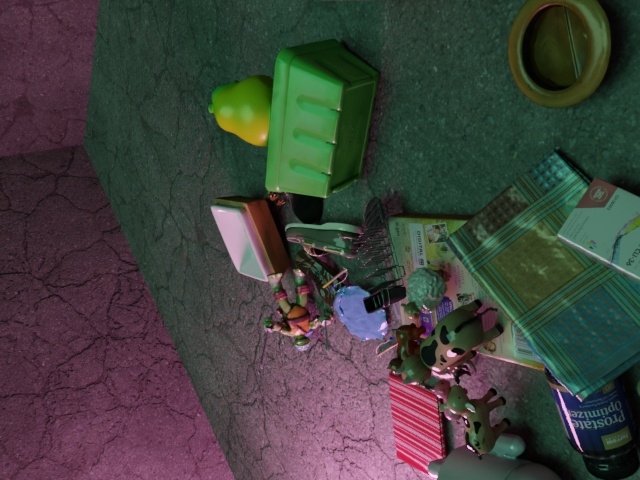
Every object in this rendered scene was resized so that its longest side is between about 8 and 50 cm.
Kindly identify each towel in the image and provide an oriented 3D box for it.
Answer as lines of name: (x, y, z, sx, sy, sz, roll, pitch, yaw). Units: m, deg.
towel: (0.430, 0.053, 0.965, 0.271, 0.040, 0.370, -42, 65, 14)
towel: (0.268, 0.512, 1.515, 0.198, 0.031, 0.275, 10, 110, 54)

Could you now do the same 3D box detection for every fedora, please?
fedora: (0.406, -0.322, 0.919, 0.194, 0.079, 0.194, 33, 135, 40)

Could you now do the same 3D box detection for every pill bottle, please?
pill bottle: (0.504, 0.317, 1.016, 0.122, 0.122, 0.219, -11, 104, 55)

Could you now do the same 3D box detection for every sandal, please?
sandal: (0.012, 0.110, 1.656, 0.219, 0.060, 0.090, 44, 122, 19)

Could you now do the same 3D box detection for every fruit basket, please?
fruit basket: (-0.074, -0.315, 1.396, 0.392, 0.283, 0.392, 19, 123, 32)

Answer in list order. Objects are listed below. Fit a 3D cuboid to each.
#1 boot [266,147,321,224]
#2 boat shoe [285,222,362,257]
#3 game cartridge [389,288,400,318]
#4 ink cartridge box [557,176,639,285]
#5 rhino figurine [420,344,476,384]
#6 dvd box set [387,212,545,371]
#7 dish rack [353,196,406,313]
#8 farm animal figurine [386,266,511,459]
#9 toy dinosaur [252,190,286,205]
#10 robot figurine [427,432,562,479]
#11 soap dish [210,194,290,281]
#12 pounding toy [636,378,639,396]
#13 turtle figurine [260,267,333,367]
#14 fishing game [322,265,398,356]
boot: (-0.081, -0.176, 1.649, 0.236, 0.085, 0.179, 60, -178, -33)
boat shoe: (-0.004, -0.001, 1.581, 0.305, 0.109, 0.091, 1, 85, 50)
game cartridge: (0.212, 0.166, 1.453, 0.056, 0.017, 0.083, -12, 95, 59)
ink cartridge box: (0.500, -0.002, 0.879, 0.198, 0.067, 0.115, 34, 95, 29)
rhino figurine: (0.283, 0.289, 1.359, 0.243, 0.073, 0.106, 6, 106, 51)
dvd box set: (0.330, 0.094, 1.220, 0.420, 0.062, 0.308, 5, 108, 53)
dish rack: (0.135, 0.035, 1.366, 0.208, 0.074, 0.272, 123, 135, -75)
farm animal figurine: (0.263, 0.266, 1.173, 0.330, 0.172, 0.327, 41, 132, 36)
toy dinosaur: (-0.157, -0.162, 1.791, 0.211, 0.064, 0.112, -53, 43, 39)
robot figurine: (0.396, 0.572, 1.217, 0.353, 0.199, 0.300, -6, 86, 55)
soap dish: (-0.230, -0.015, 1.843, 0.228, 0.118, 0.291, 11, 128, 52)
pounding toy: (0.640, 0.284, 0.869, 0.183, 0.110, 0.237, 58, 174, 1)
turtle figurine: (-0.072, 0.223, 1.717, 0.197, 0.274, 0.267, -13, 90, 21)
fishing game: (0.117, 0.204, 1.565, 0.264, 0.041, 0.189, 49, 140, 8)
